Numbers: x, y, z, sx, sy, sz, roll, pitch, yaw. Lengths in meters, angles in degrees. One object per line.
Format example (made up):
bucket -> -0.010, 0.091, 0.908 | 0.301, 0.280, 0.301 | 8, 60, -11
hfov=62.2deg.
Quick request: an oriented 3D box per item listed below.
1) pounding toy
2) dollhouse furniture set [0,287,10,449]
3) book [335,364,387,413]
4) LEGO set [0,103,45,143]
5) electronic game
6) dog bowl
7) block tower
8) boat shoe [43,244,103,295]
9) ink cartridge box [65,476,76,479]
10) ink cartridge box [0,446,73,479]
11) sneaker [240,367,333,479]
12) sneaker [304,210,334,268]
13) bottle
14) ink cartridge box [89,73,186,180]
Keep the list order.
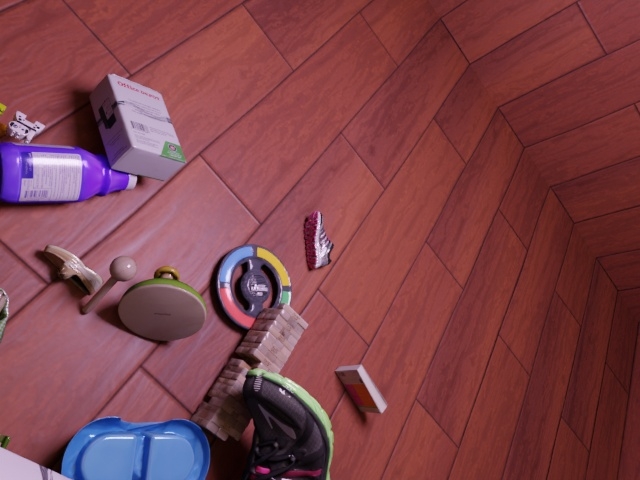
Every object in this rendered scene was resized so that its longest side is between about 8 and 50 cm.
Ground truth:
pounding toy -> -0.360, 0.112, 1.155 | 0.237, 0.183, 0.110 | 29, 33, -27
dollhouse furniture set -> -0.558, 0.255, 0.891 | 0.151, 0.198, 0.301 | 32, 58, -28
book -> 0.111, 0.415, 1.482 | 0.035, 0.096, 0.144 | -39, 103, -41
LEGO set -> -0.676, -0.231, 1.024 | 0.227, 0.087, 0.093 | 30, 43, -30
electronic game -> -0.169, 0.121, 1.372 | 0.229, 0.048, 0.229 | 15, 67, -37
dog bowl -> -0.373, 0.445, 1.072 | 0.297, 0.074, 0.165 | 16, 66, -36
block tower -> -0.163, 0.307, 1.260 | 0.091, 0.097, 0.335 | 48, 59, -24
boat shoe -> -0.514, 0.062, 1.093 | 0.135, 0.050, 0.045 | 42, 47, -23
ink cartridge box -> -0.389, 0.564, 0.907 | 0.275, 0.060, 0.238 | 21, 75, -5
ink cartridge box -> -0.474, 0.429, 0.749 | 0.211, 0.122, 0.289 | -48, 130, -13
sneaker -> -0.083, 0.502, 1.145 | 0.202, 0.185, 0.482 | -30, 115, -50
sneaker -> 0.000, 0.000, 1.549 | 0.075, 0.063, 0.170 | 6, 77, -39
bottle -> -0.527, -0.138, 1.107 | 0.283, 0.092, 0.118 | -7, 114, -50
ink cartridge box -> -0.414, -0.253, 1.202 | 0.153, 0.087, 0.208 | 10, 51, -56
